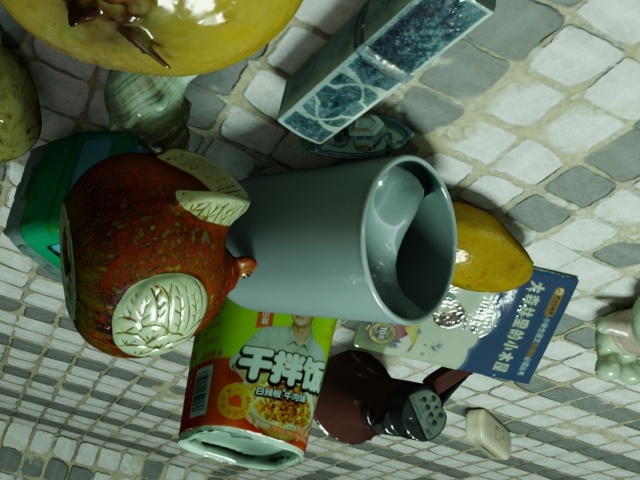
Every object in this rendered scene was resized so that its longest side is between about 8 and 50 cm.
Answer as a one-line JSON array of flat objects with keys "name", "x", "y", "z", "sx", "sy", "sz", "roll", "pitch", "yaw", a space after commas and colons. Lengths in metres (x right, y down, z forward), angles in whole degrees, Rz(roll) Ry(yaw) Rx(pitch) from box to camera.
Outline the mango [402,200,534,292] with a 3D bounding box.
[{"name": "mango", "x": 0.212, "y": 0.016, "z": 1.043, "sx": 0.227, "sy": 0.109, "sz": 0.147, "roll": 19, "pitch": 146, "yaw": -16}]

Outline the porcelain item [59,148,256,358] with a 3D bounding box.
[{"name": "porcelain item", "x": -0.179, "y": 0.018, "z": 0.841, "sx": 0.253, "sy": 0.252, "sz": 0.253, "roll": 7, "pitch": 149, "yaw": 4}]

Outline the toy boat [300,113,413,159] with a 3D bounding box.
[{"name": "toy boat", "x": 0.045, "y": -0.133, "z": 0.895, "sx": 0.140, "sy": 0.059, "sz": 0.066, "roll": 3, "pitch": 164, "yaw": 8}]

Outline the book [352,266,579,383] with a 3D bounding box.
[{"name": "book", "x": 0.235, "y": 0.120, "z": 1.197, "sx": 0.323, "sy": 0.018, "sz": 0.228, "roll": 12, "pitch": 120, "yaw": -4}]

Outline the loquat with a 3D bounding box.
[{"name": "loquat", "x": -0.134, "y": -0.256, "z": 0.556, "sx": 0.275, "sy": 0.274, "sz": 0.274, "roll": 7, "pitch": 149, "yaw": 4}]

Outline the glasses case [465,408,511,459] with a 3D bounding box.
[{"name": "glasses case", "x": 0.414, "y": 0.478, "z": 1.771, "sx": 0.050, "sy": 0.083, "sz": 0.196, "roll": -14, "pitch": 143, "yaw": 31}]

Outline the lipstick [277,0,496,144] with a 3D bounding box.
[{"name": "lipstick", "x": 0.057, "y": -0.200, "z": 0.768, "sx": 0.078, "sy": 0.076, "sz": 0.290, "roll": 25, "pitch": 148, "yaw": -26}]

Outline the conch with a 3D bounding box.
[{"name": "conch", "x": -0.192, "y": -0.197, "z": 0.819, "sx": 0.115, "sy": 0.233, "sz": 0.137, "roll": -10, "pitch": -170, "yaw": -4}]

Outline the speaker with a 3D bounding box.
[{"name": "speaker", "x": 0.166, "y": 0.316, "z": 1.409, "sx": 0.259, "sy": 0.198, "sz": 0.329, "roll": 3, "pitch": 173, "yaw": -27}]

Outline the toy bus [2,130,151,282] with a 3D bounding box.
[{"name": "toy bus", "x": -0.279, "y": -0.004, "z": 1.089, "sx": 0.200, "sy": 0.183, "sz": 0.343, "roll": -12, "pitch": 144, "yaw": 19}]

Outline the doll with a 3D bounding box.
[{"name": "doll", "x": 0.537, "y": 0.132, "z": 1.152, "sx": 0.155, "sy": 0.113, "sz": 0.275, "roll": 10, "pitch": 143, "yaw": -17}]

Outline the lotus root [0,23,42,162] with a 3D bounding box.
[{"name": "lotus root", "x": -0.423, "y": -0.182, "z": 0.900, "sx": 0.139, "sy": 0.138, "sz": 0.214, "roll": 13, "pitch": 138, "yaw": -5}]

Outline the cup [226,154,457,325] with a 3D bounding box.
[{"name": "cup", "x": 0.000, "y": 0.000, "z": 0.960, "sx": 0.312, "sy": 0.205, "sz": 0.205, "roll": 0, "pitch": 150, "yaw": 41}]

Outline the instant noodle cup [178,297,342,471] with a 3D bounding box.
[{"name": "instant noodle cup", "x": -0.118, "y": 0.233, "z": 1.305, "sx": 0.294, "sy": 0.307, "sz": 0.294, "roll": 8, "pitch": 149, "yaw": 5}]
